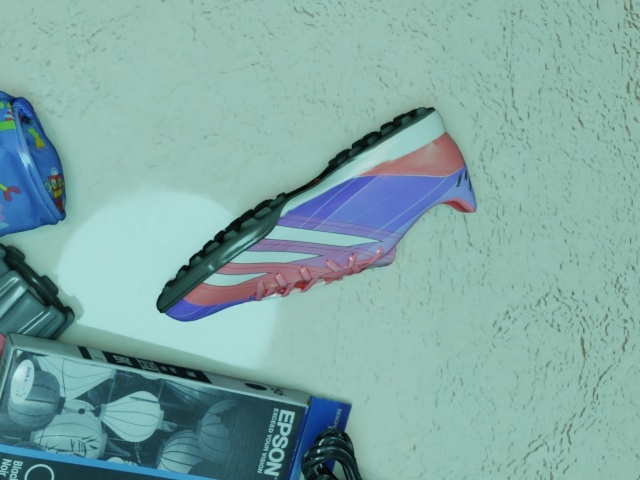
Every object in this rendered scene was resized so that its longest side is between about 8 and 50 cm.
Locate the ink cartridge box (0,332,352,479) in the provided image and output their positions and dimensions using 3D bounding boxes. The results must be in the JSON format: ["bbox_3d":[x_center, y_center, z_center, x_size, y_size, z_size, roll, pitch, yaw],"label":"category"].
[{"bbox_3d":[-0.128,0.196,0.888,0.333,0.065,0.165,14,92,-23],"label":"ink cartridge box"}]

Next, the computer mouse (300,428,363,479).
[{"bbox_3d":[-0.028,0.316,0.883,0.272,0.072,0.188,-56,131,-31],"label":"computer mouse"}]

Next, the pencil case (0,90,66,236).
[{"bbox_3d":[-0.380,-0.042,0.873,0.306,0.119,0.133,-15,114,-8],"label":"pencil case"}]

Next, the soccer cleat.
[{"bbox_3d":[0.000,0.000,0.934,0.318,0.108,0.116,-33,98,-9],"label":"soccer cleat"}]

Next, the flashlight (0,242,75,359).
[{"bbox_3d":[-0.362,0.136,0.892,0.304,0.103,0.103,-43,89,-1],"label":"flashlight"}]
